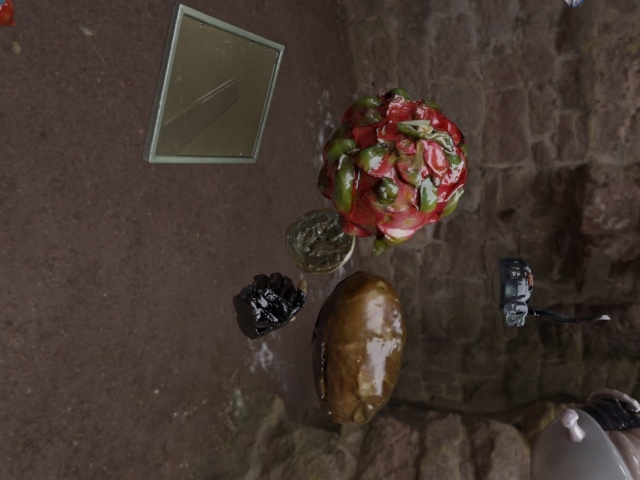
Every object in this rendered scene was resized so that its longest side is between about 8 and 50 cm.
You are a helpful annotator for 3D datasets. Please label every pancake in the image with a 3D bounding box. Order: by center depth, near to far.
[{"bbox_3d":[0.000,0.000,1.181,0.028,0.158,0.158,71,24,-59],"label":"pancake"}]

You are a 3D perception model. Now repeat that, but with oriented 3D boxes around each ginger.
[{"bbox_3d":[0.061,0.214,1.006,0.172,0.165,0.321,-95,-166,-65],"label":"ginger"}]

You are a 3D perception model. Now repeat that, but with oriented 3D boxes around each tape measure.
[{"bbox_3d":[0.364,0.081,0.911,0.104,0.179,0.107,-9,100,-70],"label":"tape measure"}]

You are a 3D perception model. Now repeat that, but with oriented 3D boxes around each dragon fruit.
[{"bbox_3d":[0.109,-0.122,0.947,0.237,0.231,0.302,54,-10,-17],"label":"dragon fruit"}]

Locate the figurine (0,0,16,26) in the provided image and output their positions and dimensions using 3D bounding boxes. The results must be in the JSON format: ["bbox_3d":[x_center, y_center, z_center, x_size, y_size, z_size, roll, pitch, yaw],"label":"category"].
[{"bbox_3d":[-0.558,-0.410,0.948,0.068,0.075,0.140,-47,175,-9],"label":"figurine"}]

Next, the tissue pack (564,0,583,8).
[{"bbox_3d":[0.234,-0.300,0.485,0.065,0.115,0.155,19,54,-35],"label":"tissue pack"}]

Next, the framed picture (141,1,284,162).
[{"bbox_3d":[-0.171,-0.247,0.972,0.324,0.020,0.241,-18,127,-64],"label":"framed picture"}]

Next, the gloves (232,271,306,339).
[{"bbox_3d":[-0.086,0.123,1.175,0.180,0.106,0.129,-30,97,-35],"label":"gloves"}]

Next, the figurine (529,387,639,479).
[{"bbox_3d":[0.425,0.433,0.873,0.253,0.210,0.362,-135,-126,-61],"label":"figurine"}]
